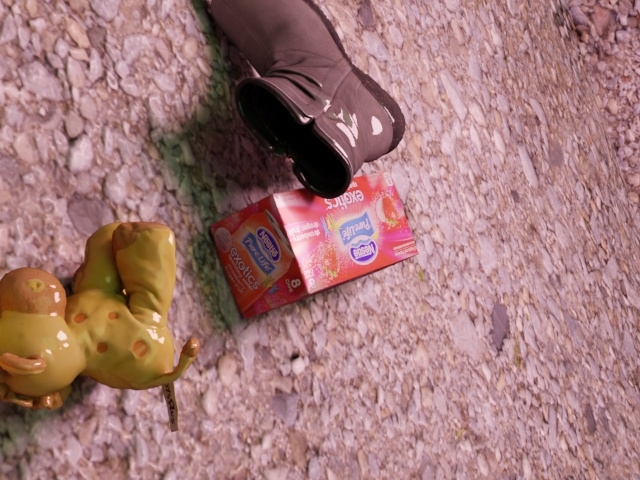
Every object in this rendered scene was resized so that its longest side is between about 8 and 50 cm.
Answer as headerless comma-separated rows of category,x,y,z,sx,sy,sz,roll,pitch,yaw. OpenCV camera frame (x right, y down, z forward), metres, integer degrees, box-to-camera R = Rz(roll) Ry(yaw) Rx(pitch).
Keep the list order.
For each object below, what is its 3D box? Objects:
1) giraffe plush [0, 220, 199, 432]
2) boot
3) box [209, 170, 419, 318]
giraffe plush,-0.229,0.083,0.762,0.170,0.181,0.210,0,54,-37
boot,-0.047,-0.212,1.063,0.338,0.118,0.222,41,32,8
box,0.000,0.000,1.090,0.256,0.122,0.128,-15,84,-51
